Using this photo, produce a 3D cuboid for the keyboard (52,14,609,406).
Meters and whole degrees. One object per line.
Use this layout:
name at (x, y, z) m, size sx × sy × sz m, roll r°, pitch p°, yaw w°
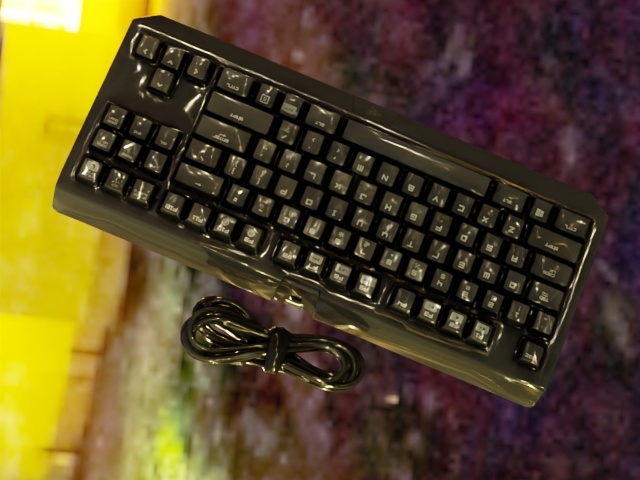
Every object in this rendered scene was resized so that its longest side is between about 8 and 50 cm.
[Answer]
keyboard at (0.000, 0.000, 0.580) m, size 0.023 × 0.180 × 0.108 m, roll 110°, pitch -178°, yaw -79°
